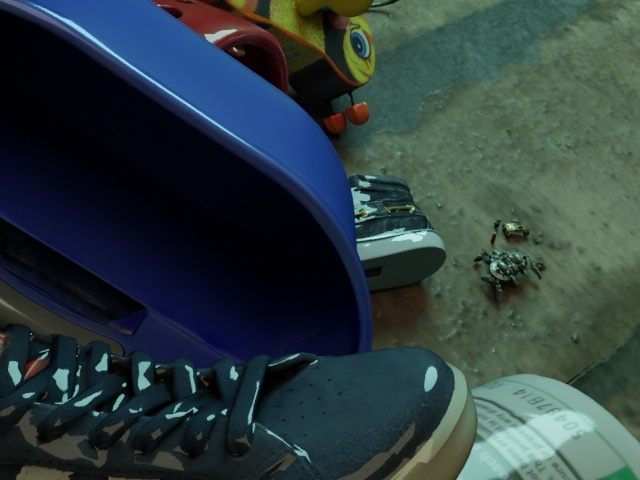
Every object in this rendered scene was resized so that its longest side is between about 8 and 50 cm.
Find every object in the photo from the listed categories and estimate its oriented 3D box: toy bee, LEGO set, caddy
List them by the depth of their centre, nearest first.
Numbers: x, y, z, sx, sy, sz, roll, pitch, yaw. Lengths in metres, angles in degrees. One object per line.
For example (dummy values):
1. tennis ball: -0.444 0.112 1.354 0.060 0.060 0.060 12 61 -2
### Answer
1. caddy: -0.132 0.002 0.529 0.341 0.241 0.179 33 24 -13
2. LEGO set: 0.152 0.011 0.789 0.054 0.023 0.083 3 52 -9
3. toy bee: -0.005 -0.179 0.824 0.299 0.195 0.162 -3 77 -27

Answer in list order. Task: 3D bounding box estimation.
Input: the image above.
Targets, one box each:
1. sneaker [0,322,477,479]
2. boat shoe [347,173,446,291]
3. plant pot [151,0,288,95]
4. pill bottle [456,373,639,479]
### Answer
1. sneaker: -0.118 0.079 0.400 0.350 0.148 0.131 -17 16 9
2. boat shoe: 0.000 0.000 0.747 0.184 0.065 0.083 -7 51 -24
3. plant pot: -0.144 -0.095 0.714 0.174 0.191 0.191 26 51 20
4. pill bottle: -0.002 0.217 0.479 0.361 0.204 0.204 -18 57 -24
